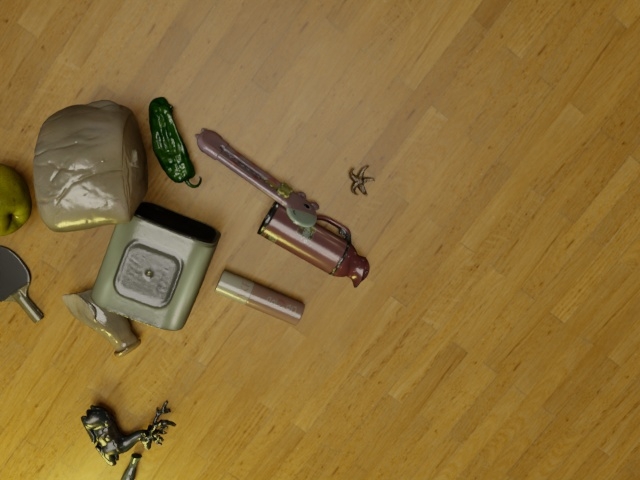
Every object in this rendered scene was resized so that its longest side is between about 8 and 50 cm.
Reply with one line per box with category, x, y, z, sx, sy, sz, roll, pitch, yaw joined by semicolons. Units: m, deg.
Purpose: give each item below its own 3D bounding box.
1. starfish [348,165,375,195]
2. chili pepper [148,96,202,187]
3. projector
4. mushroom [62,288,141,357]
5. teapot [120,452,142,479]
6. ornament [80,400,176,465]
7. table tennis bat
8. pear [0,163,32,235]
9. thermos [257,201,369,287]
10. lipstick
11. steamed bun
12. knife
starfish;0.113;-0.172;1.589;0.078;0.028;0.091;22;96;-14
chili pepper;-0.399;-0.256;1.509;0.100;0.074;0.257;-19;102;0
projector;-0.425;0.058;1.482;0.248;0.248;0.249;22;99;-8
mushroom;-0.605;0.219;1.583;0.108;0.096;0.247;-46;106;-20
teapot;-0.575;0.698;1.712;0.042;0.043;0.111;21;95;-8
ornament;-0.552;0.537;1.661;0.235;0.080;0.202;-21;105;3
table tennis bat;-0.866;0.127;1.580;0.138;0.022;0.247;-35;101;3
pear;-0.845;-0.104;1.455;0.198;0.198;0.199;-1;102;-4
thermos;-0.005;0.007;1.587;0.330;0.136;0.110;30;126;-10
lipstick;-0.173;0.165;1.615;0.254;0.070;0.070;24;99;-9
steamed bun;-0.547;-0.202;1.342;0.246;0.384;0.236;-4;123;-6
knife;-0.168;-0.173;1.518;0.398;0.132;0.038;35;126;-4
